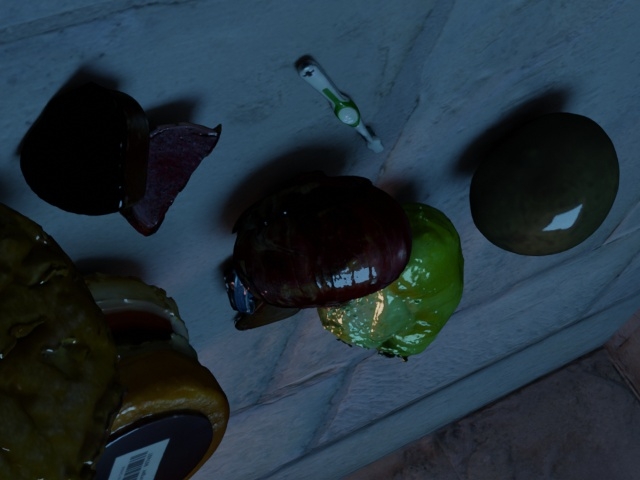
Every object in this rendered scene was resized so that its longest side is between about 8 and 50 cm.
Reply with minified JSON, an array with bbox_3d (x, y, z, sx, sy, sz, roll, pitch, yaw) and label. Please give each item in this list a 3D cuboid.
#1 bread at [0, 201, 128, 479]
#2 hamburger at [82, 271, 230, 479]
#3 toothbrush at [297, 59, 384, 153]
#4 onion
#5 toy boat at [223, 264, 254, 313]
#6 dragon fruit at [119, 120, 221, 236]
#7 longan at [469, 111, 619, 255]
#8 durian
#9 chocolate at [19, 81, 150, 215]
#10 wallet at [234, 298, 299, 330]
[{"bbox_3d":[-0.382,0.135,1.087,0.215,0.398,0.398,-33,163,38],"label":"bread"},{"bbox_3d":[-0.297,0.209,1.475,0.330,0.250,0.330,-29,152,-17],"label":"hamburger"},{"bbox_3d":[0.031,-0.164,1.436,0.030,0.030,0.304,-35,159,8],"label":"toothbrush"},{"bbox_3d":[0.000,0.000,1.535,0.246,0.190,0.246,-10,180,0],"label":"onion"},{"bbox_3d":[-0.110,0.068,1.715,0.061,0.060,0.137,-11,151,-2],"label":"toy boat"},{"bbox_3d":[-0.185,-0.083,1.249,0.147,0.096,0.102,-57,-178,-27],"label":"dragon fruit"},{"bbox_3d":[0.362,-0.092,1.826,0.246,0.215,0.246,-44,150,-34],"label":"longan"},{"bbox_3d":[0.124,0.067,1.837,0.256,0.204,0.339,-26,159,-49],"label":"durian"},{"bbox_3d":[-0.216,-0.090,1.150,0.148,0.125,0.080,-49,171,28],"label":"chocolate"},{"bbox_3d":[-0.038,0.061,1.842,0.137,0.031,0.255,-18,156,-38],"label":"wallet"}]
